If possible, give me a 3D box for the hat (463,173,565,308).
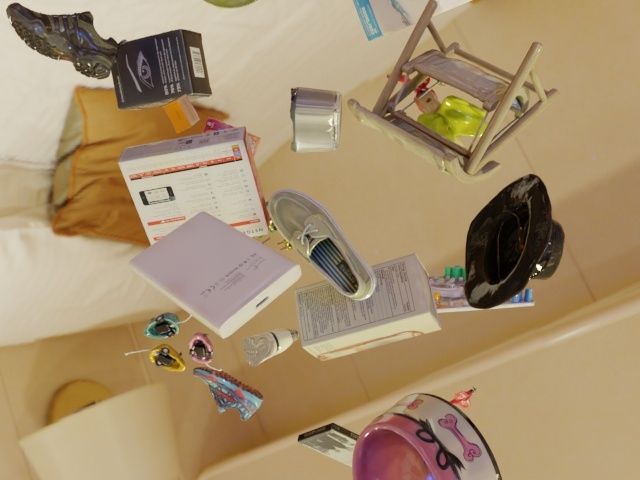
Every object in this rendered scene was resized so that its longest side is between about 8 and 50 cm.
[{"bbox_3d":[0.454,0.018,1.511,0.134,0.331,0.331,17,153,-15],"label":"hat"}]

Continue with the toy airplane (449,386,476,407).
[{"bbox_3d":[0.403,0.484,2.018,0.151,0.028,0.151,-20,141,-17],"label":"toy airplane"}]

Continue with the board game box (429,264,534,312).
[{"bbox_3d":[0.368,0.137,2.031,0.390,0.050,0.390,-2,-170,-23],"label":"board game box"}]

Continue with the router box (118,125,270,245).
[{"bbox_3d":[-0.332,-0.131,1.827,0.336,0.082,0.301,-9,124,4],"label":"router box"}]

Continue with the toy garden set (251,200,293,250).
[{"bbox_3d":[-0.172,-0.018,2.152,0.244,0.049,0.203,-24,130,3],"label":"toy garden set"}]

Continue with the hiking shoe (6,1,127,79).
[{"bbox_3d":[-0.517,-0.425,1.377,0.227,0.114,0.086,30,157,-17],"label":"hiking shoe"}]

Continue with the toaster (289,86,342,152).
[{"bbox_3d":[-0.012,-0.362,2.001,0.147,0.129,0.227,4,136,3],"label":"toaster"}]

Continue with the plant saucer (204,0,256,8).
[{"bbox_3d":[-0.203,-0.658,1.561,0.241,0.037,0.241,-17,141,-15],"label":"plant saucer"}]

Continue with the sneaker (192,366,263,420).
[{"bbox_3d":[-0.330,0.516,2.267,0.125,0.262,0.104,-63,167,-5],"label":"sneaker"}]

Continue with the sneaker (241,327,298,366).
[{"bbox_3d":[-0.148,0.299,1.928,0.095,0.090,0.235,-19,178,-33],"label":"sneaker"}]

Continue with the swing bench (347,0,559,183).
[{"bbox_3d":[0.234,-0.250,1.208,0.254,0.253,0.165,-52,145,2],"label":"swing bench"}]

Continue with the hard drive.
[{"bbox_3d":[-0.215,0.056,1.347,0.203,0.308,0.040,-39,135,-28],"label":"hard drive"}]

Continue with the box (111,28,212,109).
[{"bbox_3d":[-0.382,-0.401,1.600,0.207,0.153,0.108,-6,-171,18],"label":"box"}]

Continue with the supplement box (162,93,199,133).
[{"bbox_3d":[-0.287,-0.262,1.393,0.036,0.062,0.098,-25,-164,8],"label":"supplement box"}]

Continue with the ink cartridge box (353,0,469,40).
[{"bbox_3d":[0.212,-0.586,1.541,0.171,0.168,0.233,-34,-161,-36],"label":"ink cartridge box"}]

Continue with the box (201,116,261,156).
[{"bbox_3d":[-0.272,-0.277,2.003,0.257,0.123,0.128,-44,158,-83],"label":"box"}]

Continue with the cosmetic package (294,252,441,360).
[{"bbox_3d":[0.105,0.156,1.529,0.296,0.153,0.129,-17,150,16],"label":"cosmetic package"}]

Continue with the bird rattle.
[{"bbox_3d":[0.241,-0.260,1.439,0.143,0.253,0.207,-35,137,1],"label":"bird rattle"}]

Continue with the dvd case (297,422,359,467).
[{"bbox_3d":[0.075,0.637,2.082,0.239,0.029,0.179,31,138,-23],"label":"dvd case"}]

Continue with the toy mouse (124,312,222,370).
[{"bbox_3d":[-0.223,0.155,1.086,0.031,0.161,0.143,-74,-173,-54],"label":"toy mouse"}]

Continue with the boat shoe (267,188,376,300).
[{"bbox_3d":[0.000,0.000,1.395,0.109,0.302,0.094,-48,165,8],"label":"boat shoe"}]

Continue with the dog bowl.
[{"bbox_3d":[0.232,0.580,1.601,0.150,0.407,0.408,-9,161,-36],"label":"dog bowl"}]
